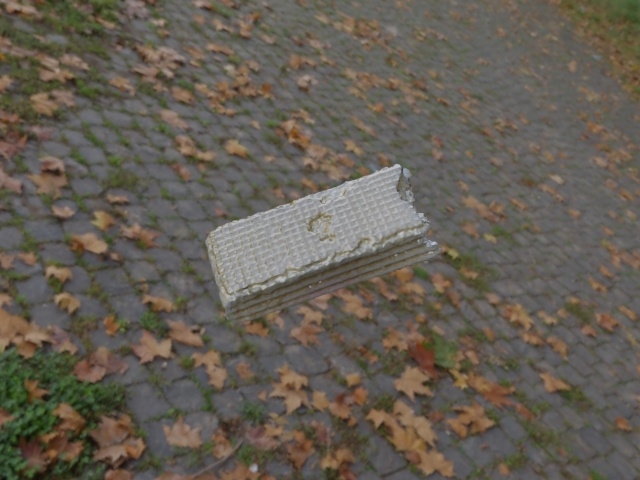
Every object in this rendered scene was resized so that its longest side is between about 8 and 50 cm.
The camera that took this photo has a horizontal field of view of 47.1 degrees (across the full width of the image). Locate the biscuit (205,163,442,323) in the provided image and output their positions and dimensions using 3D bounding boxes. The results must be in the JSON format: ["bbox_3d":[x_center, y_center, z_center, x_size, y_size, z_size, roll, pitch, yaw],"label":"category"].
[{"bbox_3d":[0.000,0.000,0.772,0.239,0.062,0.108,-19,51,-3],"label":"biscuit"}]
